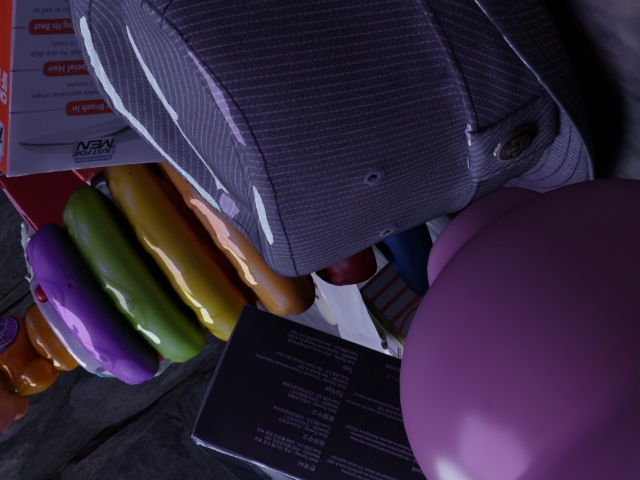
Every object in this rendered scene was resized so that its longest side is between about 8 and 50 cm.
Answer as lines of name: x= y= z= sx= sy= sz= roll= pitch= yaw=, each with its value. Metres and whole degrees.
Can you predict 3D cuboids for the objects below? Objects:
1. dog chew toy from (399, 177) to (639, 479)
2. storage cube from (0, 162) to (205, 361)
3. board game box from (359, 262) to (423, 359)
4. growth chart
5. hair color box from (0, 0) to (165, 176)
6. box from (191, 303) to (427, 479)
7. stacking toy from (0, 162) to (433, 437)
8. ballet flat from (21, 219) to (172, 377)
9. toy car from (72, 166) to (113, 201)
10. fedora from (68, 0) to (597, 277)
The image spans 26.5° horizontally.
dog chew toy: x=0.146 y=0.115 z=0.402 sx=0.332 sy=0.206 sz=0.207 roll=52 pitch=175 yaw=25
storage cube: x=-0.145 y=-0.036 z=1.128 sx=0.193 sy=0.215 sz=0.183 roll=56 pitch=171 yaw=-16
board game box: x=0.095 y=0.096 z=1.083 sx=0.147 sy=0.045 sz=0.193 roll=46 pitch=172 yaw=10
growth chart: x=0.000 y=0.000 z=0.989 sx=0.237 sy=0.021 sz=0.172 roll=67 pitch=168 yaw=-17
hair color box: x=-0.114 y=-0.120 z=0.656 sx=0.053 sy=0.093 sz=0.167 roll=37 pitch=127 yaw=48
box: x=0.102 y=0.142 z=0.731 sx=0.307 sy=0.077 sz=0.242 roll=19 pitch=166 yaw=10
stacking toy: x=-0.100 y=0.017 z=0.771 sx=0.175 sy=0.301 sz=0.166 roll=54 pitch=179 yaw=40
ballet flat: x=-0.228 y=-0.064 z=1.307 sx=0.147 sy=0.147 sz=0.409 roll=62 pitch=-171 yaw=-61
toy car: x=-0.218 y=-0.123 z=0.904 sx=0.239 sy=0.053 sz=0.225 roll=44 pitch=-178 yaw=17
fedora: x=-0.011 y=-0.067 z=0.551 sx=0.244 sy=0.124 sz=0.275 roll=46 pitch=172 yaw=15
